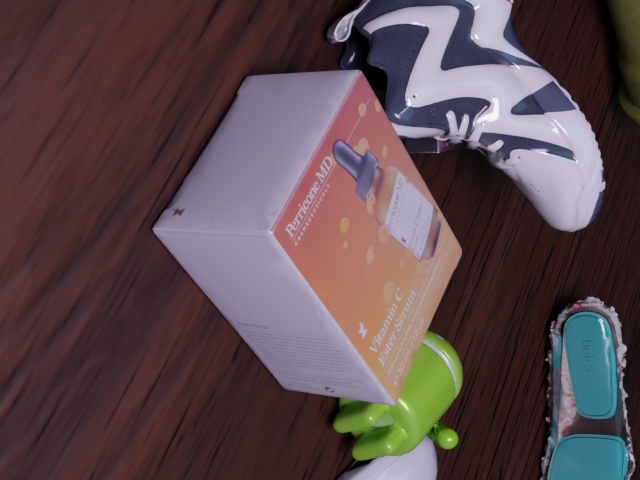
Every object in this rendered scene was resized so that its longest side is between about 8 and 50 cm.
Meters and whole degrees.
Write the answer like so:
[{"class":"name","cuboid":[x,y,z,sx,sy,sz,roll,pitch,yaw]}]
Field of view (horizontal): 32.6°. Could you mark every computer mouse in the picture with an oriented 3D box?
[{"class":"computer mouse","cuboid":[0.039,0.190,0.785,0.193,0.042,0.106,-41,123,-44]}]

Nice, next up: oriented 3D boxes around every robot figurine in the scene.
[{"class":"robot figurine","cuboid":[0.058,0.108,0.785,0.101,0.067,0.115,56,46,-7]}]

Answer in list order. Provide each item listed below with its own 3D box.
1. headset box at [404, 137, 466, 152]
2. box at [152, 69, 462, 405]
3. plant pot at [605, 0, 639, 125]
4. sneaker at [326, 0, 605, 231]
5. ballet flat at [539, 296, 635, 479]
[{"class":"headset box","cuboid":[0.094,-0.101,0.848,0.083,0.032,0.062,-16,105,-53]},{"class":"box","cuboid":[0.000,0.000,0.680,0.170,0.091,0.130,55,51,-40]},{"class":"plant pot","cuboid":[0.369,-0.287,1.049,0.254,0.276,0.276,56,49,-23]},{"class":"sneaker","cuboid":[0.089,-0.081,0.766,0.153,0.094,0.235,-34,109,-14]},{"class":"ballet flat","cuboid":[0.259,0.173,1.052,0.077,0.091,0.241,-11,106,-75]}]
